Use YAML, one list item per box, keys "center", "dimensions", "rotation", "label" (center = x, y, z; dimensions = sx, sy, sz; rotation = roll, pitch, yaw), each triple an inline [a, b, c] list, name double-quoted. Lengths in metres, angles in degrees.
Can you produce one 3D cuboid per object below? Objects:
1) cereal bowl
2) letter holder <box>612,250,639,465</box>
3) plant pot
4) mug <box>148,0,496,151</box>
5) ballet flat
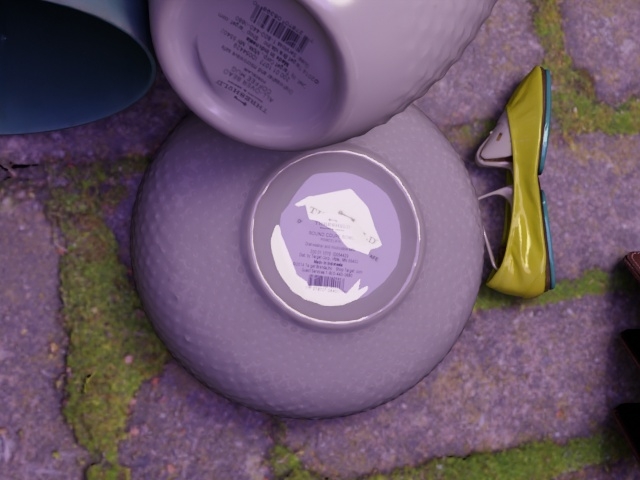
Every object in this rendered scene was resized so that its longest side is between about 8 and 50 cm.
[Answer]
- center: [0.000, 0.000, 1.187]
  dimensions: [0.338, 0.141, 0.339]
  rotation: [1, 86, -14]
  label: "cereal bowl"
- center: [0.449, 0.128, 1.294]
  dimensions: [0.301, 0.214, 0.152]
  rotation: [6, 117, -13]
  label: "letter holder"
- center: [-0.285, -0.247, 1.071]
  dimensions: [0.293, 0.293, 0.235]
  rotation: [1, 73, -13]
  label: "plant pot"
- center: [-0.026, -0.266, 1.056]
  dimensions: [0.374, 0.276, 0.328]
  rotation: [42, 46, -12]
  label: "mug"
- center: [0.190, -0.058, 1.272]
  dimensions: [0.077, 0.077, 0.231]
  rotation: [-1, 89, 3]
  label: "ballet flat"
